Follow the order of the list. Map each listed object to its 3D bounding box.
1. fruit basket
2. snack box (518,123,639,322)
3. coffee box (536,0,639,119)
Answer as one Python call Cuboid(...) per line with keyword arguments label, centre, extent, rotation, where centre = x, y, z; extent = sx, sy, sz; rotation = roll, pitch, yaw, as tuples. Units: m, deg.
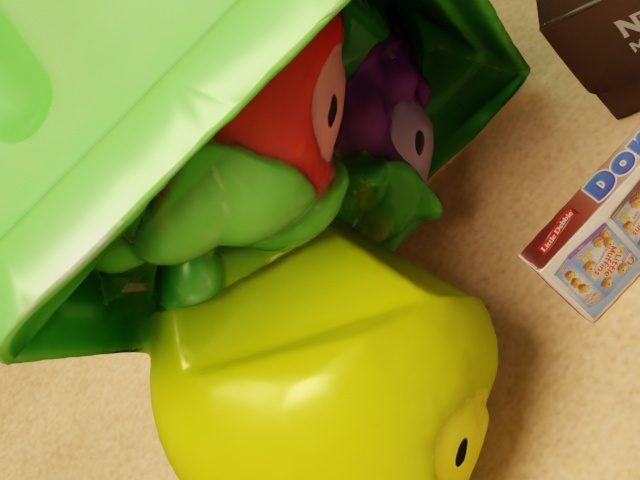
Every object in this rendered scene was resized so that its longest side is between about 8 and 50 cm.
Cuboid(label="fruit basket", centre=(0.000, 0.000, 0.625), extent=(0.283, 0.392, 0.392), rotation=(-43, 42, 10))
Cuboid(label="snack box", centre=(0.183, -0.039, 0.645), extent=(0.178, 0.064, 0.022), rotation=(-48, 43, 4))
Cuboid(label="coffee box", centre=(0.201, -0.212, 0.727), extent=(0.141, 0.098, 0.246), rotation=(-23, 49, 29))
